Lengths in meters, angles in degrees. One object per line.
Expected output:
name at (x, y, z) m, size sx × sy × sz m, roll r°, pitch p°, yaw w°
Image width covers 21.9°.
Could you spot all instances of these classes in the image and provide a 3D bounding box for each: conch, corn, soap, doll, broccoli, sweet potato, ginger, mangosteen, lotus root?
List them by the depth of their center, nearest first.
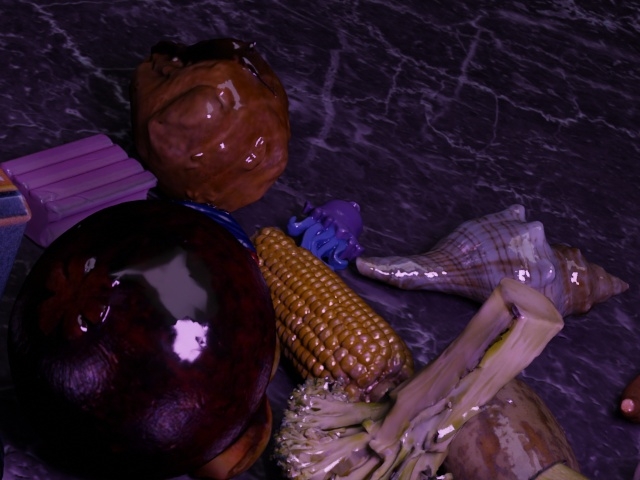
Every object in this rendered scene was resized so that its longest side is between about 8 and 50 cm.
mangosteen at (-0.174, 0.119, 1.812) m, size 0.307 × 0.307 × 0.347 m, roll 50°, pitch 9°, yaw 36°
broccoli at (0.109, 0.185, 1.825) m, size 0.221 × 0.361 × 0.252 m, roll 38°, pitch -2°, yaw -8°
lotus root at (0.227, 0.274, 1.967) m, size 0.173 × 0.173 × 0.309 m, roll 2°, pitch 45°, yaw -32°
corn at (0.001, 0.106, 2.081) m, size 0.130 × 0.130 × 0.347 m, roll -4°, pitch 39°, yaw -38°
soap at (-0.327, -0.069, 2.184) m, size 0.122 × 0.065 × 0.203 m, roll 38°, pitch 35°, yaw 22°
ginger at (-0.167, -0.148, 2.287) m, size 0.269 × 0.200 × 0.223 m, roll -2°, pitch 48°, yaw 38°
doll at (0.000, 0.000, 2.304) m, size 0.110 × 0.067 × 0.206 m, roll 43°, pitch 45°, yaw 4°
sweet potato at (0.480, 0.202, 2.314) m, size 0.072 × 0.066 × 0.314 m, roll 42°, pitch 33°, yaw 15°
conch at (0.249, 0.028, 2.333) m, size 0.386 × 0.170 × 0.203 m, roll 21°, pitch 6°, yaw -8°

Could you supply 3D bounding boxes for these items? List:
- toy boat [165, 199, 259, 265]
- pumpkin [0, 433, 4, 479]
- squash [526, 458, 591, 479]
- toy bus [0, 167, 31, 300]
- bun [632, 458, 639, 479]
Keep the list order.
toy boat at (-0.225, 0.058, 2.064) m, size 0.219 × 0.072 × 0.318 m, roll 24°, pitch 50°, yaw 26°
pumpkin at (-0.412, 0.209, 1.644) m, size 0.202 × 0.140 × 0.202 m, roll 15°, pitch 32°, yaw -9°
squash at (0.312, 0.424, 1.684) m, size 0.384 × 0.263 × 0.263 m, roll 37°, pitch 34°, yaw 20°
toy bus at (-0.426, 0.031, 1.775) m, size 0.138 × 0.275 × 0.167 m, roll -11°, pitch 48°, yaw -43°
bun at (0.458, 0.371, 1.970) m, size 0.263 × 0.175 × 0.263 m, roll 42°, pitch -1°, yaw 1°
